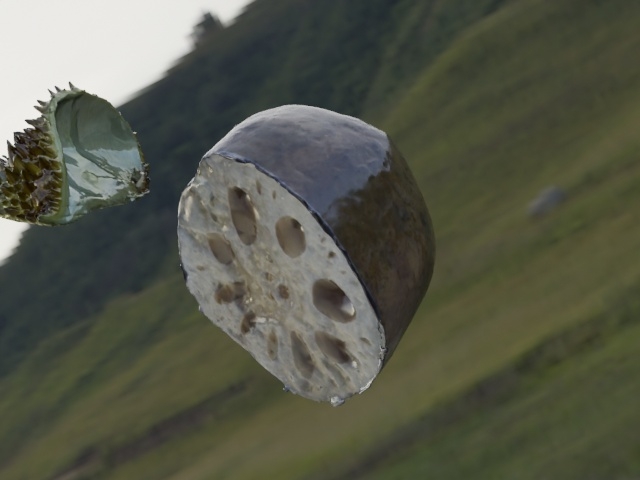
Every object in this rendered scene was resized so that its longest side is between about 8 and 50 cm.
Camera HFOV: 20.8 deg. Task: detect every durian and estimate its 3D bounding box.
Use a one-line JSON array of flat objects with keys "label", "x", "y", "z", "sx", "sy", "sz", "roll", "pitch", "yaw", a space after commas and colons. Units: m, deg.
[{"label": "durian", "x": -0.260, "y": -0.065, "z": 1.765, "sx": 0.144, "sy": 0.139, "sz": 0.252, "roll": -50, "pitch": -12, "yaw": 14}]

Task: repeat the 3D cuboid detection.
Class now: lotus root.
[{"label": "lotus root", "x": 0.000, "y": 0.000, "z": 1.646, "sx": 0.272, "sy": 0.272, "sz": 0.192, "roll": -33, "pitch": 8, "yaw": 48}]
